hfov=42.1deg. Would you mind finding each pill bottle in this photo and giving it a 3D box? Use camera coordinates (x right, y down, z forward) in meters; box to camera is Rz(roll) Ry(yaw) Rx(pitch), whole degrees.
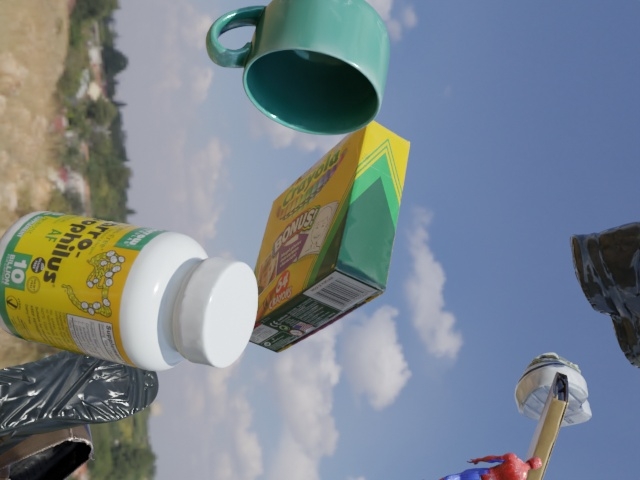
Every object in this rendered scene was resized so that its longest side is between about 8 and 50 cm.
[{"bbox_3d":[-0.164,0.045,0.703,0.117,0.208,0.117,10,90,-67],"label":"pill bottle"}]

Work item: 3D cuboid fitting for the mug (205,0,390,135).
[{"bbox_3d":[-0.009,-0.181,0.773,0.129,0.158,0.097,-15,-127,42],"label":"mug"}]

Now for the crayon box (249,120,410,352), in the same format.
[{"bbox_3d":[0.000,0.000,1.502,0.363,0.106,0.313,-37,-145,51],"label":"crayon box"}]

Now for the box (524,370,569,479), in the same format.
[{"bbox_3d":[0.266,0.271,1.027,0.164,0.021,0.201,-7,114,-74],"label":"box"}]

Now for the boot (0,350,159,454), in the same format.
[{"bbox_3d":[-0.348,0.202,1.009,0.207,0.247,0.094,-32,-110,48],"label":"boot"}]

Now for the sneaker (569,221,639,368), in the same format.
[{"bbox_3d":[0.427,0.074,1.069,0.286,0.130,0.109,42,34,-42],"label":"sneaker"}]

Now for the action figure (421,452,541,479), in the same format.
[{"bbox_3d":[0.153,0.225,0.785,0.030,0.115,0.038,12,58,-66],"label":"action figure"}]

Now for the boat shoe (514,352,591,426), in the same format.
[{"bbox_3d":[0.363,0.228,1.319,0.302,0.109,0.094,45,30,-60],"label":"boat shoe"}]

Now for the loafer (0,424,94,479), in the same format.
[{"bbox_3d":[-0.491,0.386,1.245,0.130,0.366,0.134,23,-26,47],"label":"loafer"}]
